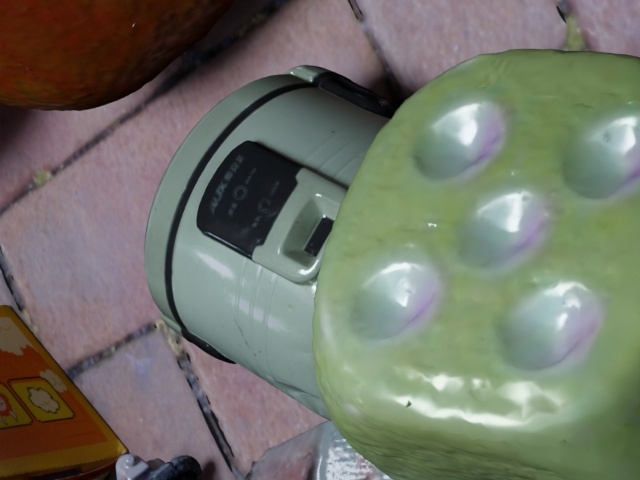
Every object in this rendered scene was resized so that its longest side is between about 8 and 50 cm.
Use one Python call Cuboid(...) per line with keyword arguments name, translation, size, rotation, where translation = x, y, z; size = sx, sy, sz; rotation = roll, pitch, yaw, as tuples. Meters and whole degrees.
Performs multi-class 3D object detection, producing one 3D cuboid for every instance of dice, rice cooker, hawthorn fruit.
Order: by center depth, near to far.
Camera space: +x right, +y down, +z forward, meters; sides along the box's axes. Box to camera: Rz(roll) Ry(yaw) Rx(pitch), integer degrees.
Cuboid(name="dice", translation=(0.166, 0.048, 1.117), size=(0.254, 0.252, 0.249), rotation=(8, 69, 38))
Cuboid(name="rice cooker", translation=(0.000, 0.000, 1.329), size=(0.244, 0.226, 0.226), rotation=(30, 121, 35))
Cuboid(name="hawthorn fruit", translation=(-0.200, -0.251, 1.393), size=(0.295, 0.295, 0.311), rotation=(30, 163, 32))

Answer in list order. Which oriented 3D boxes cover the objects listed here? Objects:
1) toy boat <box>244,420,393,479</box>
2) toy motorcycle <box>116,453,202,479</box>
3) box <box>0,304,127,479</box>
Cuboid(name="toy boat", translation=(0.076, 0.239, 1.432), size=(0.282, 0.096, 0.206), rotation=(0, 88, 32))
Cuboid(name="toy motorcycle", translation=(-0.184, 0.301, 1.610), size=(0.110, 0.171, 0.260), rotation=(38, 127, 25))
Cuboid(name="box", translation=(-0.374, 0.232, 1.653), size=(0.214, 0.259, 0.283), rotation=(46, 112, 20))
